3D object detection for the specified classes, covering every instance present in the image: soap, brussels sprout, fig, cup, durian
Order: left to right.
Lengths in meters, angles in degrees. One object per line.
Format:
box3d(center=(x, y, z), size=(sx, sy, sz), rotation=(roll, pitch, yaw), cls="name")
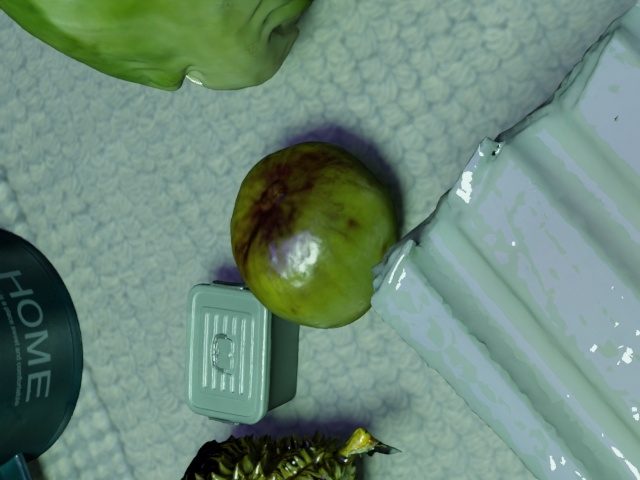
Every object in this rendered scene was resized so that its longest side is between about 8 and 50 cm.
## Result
box3d(center=(-0.404, 0.147, 1.268), size=(0.242, 0.292, 0.308), rotation=(6, 96, 29), cls="cup")
box3d(center=(-0.128, -0.270, 1.058), size=(0.281, 0.355, 0.289), rotation=(-9, 50, 23), cls="brussels sprout")
box3d(center=(-0.051, 0.219, 1.124), size=(0.138, 0.193, 0.237), rotation=(36, 110, 5), cls="durian")
box3d(center=(-0.006, -0.004, 1.124), size=(0.136, 0.121, 0.153), rotation=(0, 92, 34), cls="fig")
box3d(center=(0.308, 0.057, 0.895), size=(0.435, 0.213, 0.350), rotation=(48, 111, 18), cls="soap")

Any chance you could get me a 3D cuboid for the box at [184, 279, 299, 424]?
box3d(center=(-0.064, 0.093, 1.196), size=(0.084, 0.069, 0.122), rotation=(7, 97, 31), cls="box")
